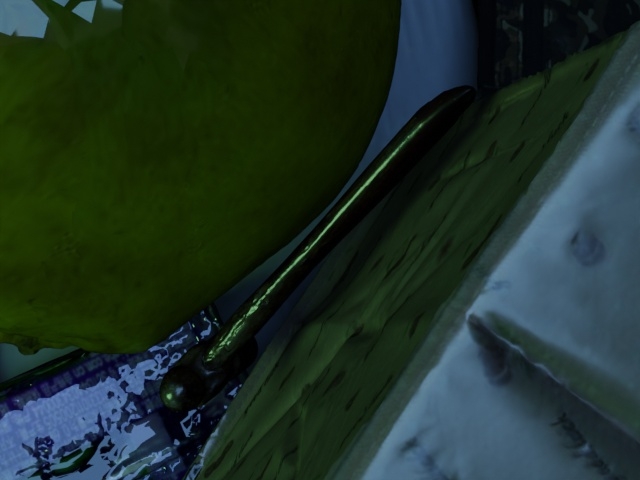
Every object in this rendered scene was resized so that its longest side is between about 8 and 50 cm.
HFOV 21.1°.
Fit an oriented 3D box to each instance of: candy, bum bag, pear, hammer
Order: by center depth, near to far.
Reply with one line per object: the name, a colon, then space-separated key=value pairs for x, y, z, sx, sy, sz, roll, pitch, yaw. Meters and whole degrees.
hammer: x=0.000 y=0.000 z=0.670 sx=0.021 sy=0.065 sz=0.178 roll=43 pitch=113 yaw=5
pear: x=-0.096 y=-0.111 z=0.692 sx=0.269 sy=0.269 sz=0.321 roll=21 pitch=75 yaw=-8
candy: x=-0.172 y=0.125 z=0.744 sx=0.312 sy=0.061 sz=0.088 roll=-25 pitch=90 yaw=-11
bum bag: x=0.115 y=-0.044 z=0.812 sx=0.102 sy=0.069 sz=0.248 roll=2 pitch=81 yaw=6

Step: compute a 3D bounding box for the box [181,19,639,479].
box: x=0.083 y=0.078 z=0.620 sx=0.190 sy=0.297 sz=0.225 roll=35 pitch=81 yaw=-5
